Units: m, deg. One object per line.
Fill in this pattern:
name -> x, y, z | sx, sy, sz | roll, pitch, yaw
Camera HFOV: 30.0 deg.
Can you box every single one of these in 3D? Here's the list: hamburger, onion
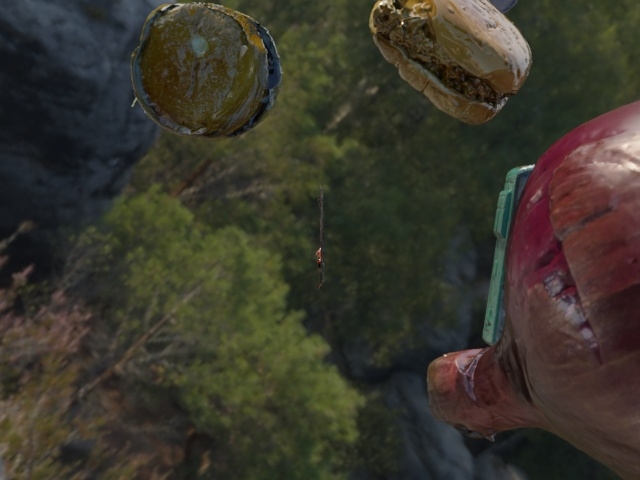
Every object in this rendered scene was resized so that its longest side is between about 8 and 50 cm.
hamburger -> 0.109, -0.166, 0.989 | 0.138, 0.083, 0.147 | 40, 24, 1
onion -> 0.250, 0.065, 0.950 | 0.348, 0.385, 0.347 | 38, 37, -36
hamburger -> -0.144, -0.203, 1.443 | 0.177, 0.186, 0.113 | 63, 9, -7

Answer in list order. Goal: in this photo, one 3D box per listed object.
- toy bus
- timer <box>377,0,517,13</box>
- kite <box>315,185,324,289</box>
toy bus -> 0.287, 0.023, 1.619 | 0.109, 0.261, 0.091 | 8, 0, -4
timer -> 0.092, -0.424, 1.409 | 0.395, 0.395, 0.173 | 32, 62, -30
kite -> 0.000, 0.000, 1.646 | 0.010, 0.190, 0.159 | 2, 53, 2
